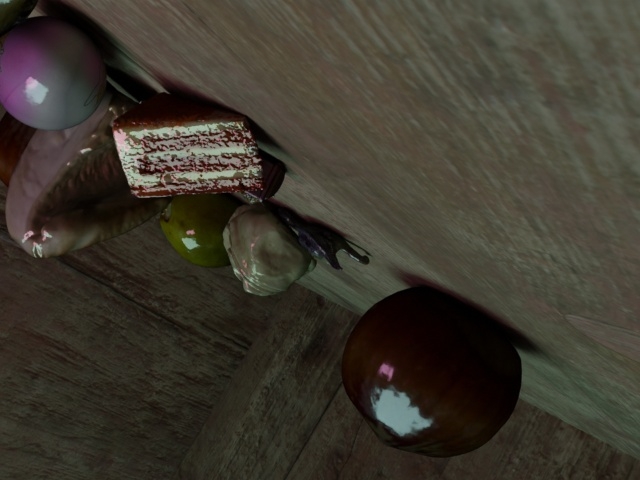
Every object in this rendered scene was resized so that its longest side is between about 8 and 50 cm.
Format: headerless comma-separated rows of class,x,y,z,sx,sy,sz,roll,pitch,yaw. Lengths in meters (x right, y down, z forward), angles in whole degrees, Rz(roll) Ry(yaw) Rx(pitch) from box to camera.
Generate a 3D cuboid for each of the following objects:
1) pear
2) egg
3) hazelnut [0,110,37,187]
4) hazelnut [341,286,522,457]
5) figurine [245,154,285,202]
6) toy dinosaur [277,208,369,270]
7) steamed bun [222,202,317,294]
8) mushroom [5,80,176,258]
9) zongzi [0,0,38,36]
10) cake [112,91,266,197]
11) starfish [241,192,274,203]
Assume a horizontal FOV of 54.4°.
pear,-0.364,-0.042,2.019,0.320,0.269,0.269,19,174,-7
egg,-0.471,-0.294,1.094,0.196,0.197,0.271,36,153,-29
hazelnut,-0.638,-0.229,1.606,0.409,0.360,0.359,19,168,24
hazelnut,0.275,0.318,1.515,0.429,0.402,0.402,38,172,-6
figurine,-0.142,-0.147,1.221,0.154,0.083,0.098,30,-164,11
toy dinosaur,-0.005,0.006,1.586,0.294,0.077,0.162,27,178,42
steamed bun,-0.158,0.034,1.733,0.276,0.203,0.289,46,-179,-28
mushroom,-0.465,-0.127,1.338,0.224,0.398,0.313,32,177,33
zongzi,-0.504,-0.330,0.916,0.204,0.204,0.094,20,159,51
cake,-0.240,-0.151,1.082,0.261,0.159,0.158,21,134,41
starfish,-0.170,-0.116,1.581,0.130,0.041,0.133,23,169,40
